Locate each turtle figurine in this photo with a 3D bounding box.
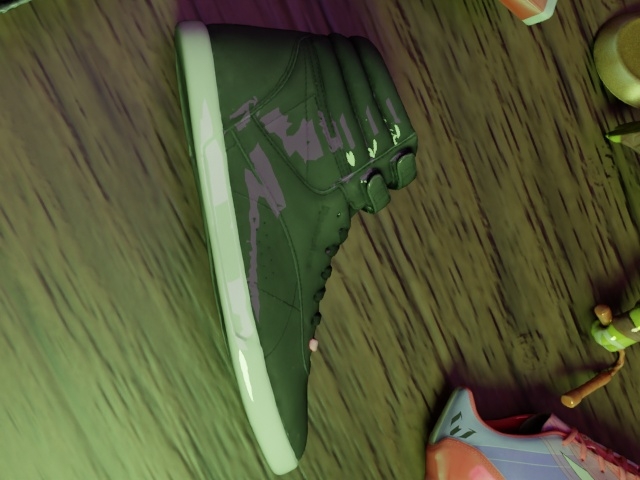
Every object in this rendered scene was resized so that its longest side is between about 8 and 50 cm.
[{"bbox_3d":[0.287,0.009,0.670,0.269,0.087,0.217,-21,101,-11],"label":"turtle figurine"}]

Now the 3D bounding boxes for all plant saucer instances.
[{"bbox_3d":[0.248,-0.139,0.660,0.083,0.015,0.083,2,74,-6],"label":"plant saucer"}]

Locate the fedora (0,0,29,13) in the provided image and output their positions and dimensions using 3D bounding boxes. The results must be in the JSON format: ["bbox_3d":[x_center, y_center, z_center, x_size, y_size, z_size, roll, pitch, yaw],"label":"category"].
[{"bbox_3d":[-0.227,-0.257,0.399,0.334,0.152,0.334,1,80,-8],"label":"fedora"}]

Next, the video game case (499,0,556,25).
[{"bbox_3d":[0.071,-0.297,0.547,0.285,0.025,0.204,30,70,-27],"label":"video game case"}]

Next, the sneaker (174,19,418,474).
[{"bbox_3d":[0.000,0.000,0.567,0.146,0.104,0.296,-9,95,-11],"label":"sneaker"}]

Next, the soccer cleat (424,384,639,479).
[{"bbox_3d":[0.195,0.179,0.669,0.248,0.083,0.095,15,87,-16],"label":"soccer cleat"}]
